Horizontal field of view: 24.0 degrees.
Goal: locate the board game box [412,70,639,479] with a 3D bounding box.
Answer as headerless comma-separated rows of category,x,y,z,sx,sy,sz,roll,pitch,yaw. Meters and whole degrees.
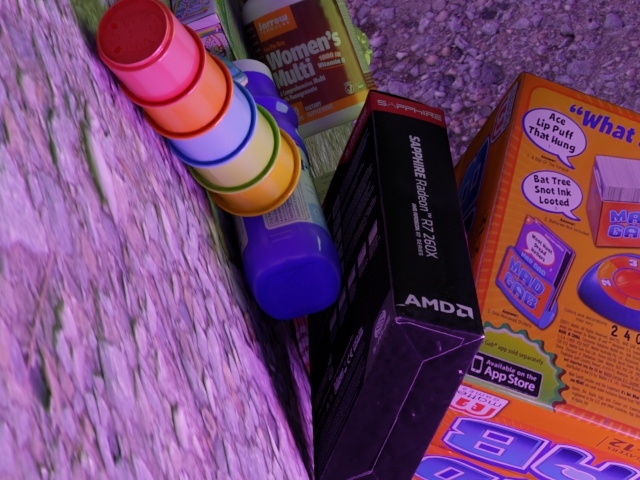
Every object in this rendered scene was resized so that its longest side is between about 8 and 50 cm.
board game box,0.285,0.103,1.624,0.356,0.356,0.356,120,-12,-62

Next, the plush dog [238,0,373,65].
plush dog,-0.064,-0.323,1.939,0.225,0.210,0.262,24,-62,50

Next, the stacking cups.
stacking cups,-0.095,-0.113,1.266,0.316,0.096,0.096,56,15,-69

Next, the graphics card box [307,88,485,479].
graphics card box,0.062,0.048,1.489,0.371,0.094,0.233,-92,-160,-53

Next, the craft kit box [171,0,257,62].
craft kit box,-0.102,-0.201,1.728,0.250,0.061,0.247,-102,172,-57

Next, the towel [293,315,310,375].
towel,-0.019,0.077,1.695,0.144,0.029,0.197,29,44,-81

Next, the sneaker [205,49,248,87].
sneaker,-0.114,-0.166,1.457,0.162,0.063,0.073,-89,154,-75

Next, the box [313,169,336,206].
box,0.043,0.042,2.046,0.113,0.094,0.275,62,10,-52

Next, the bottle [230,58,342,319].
bottle,-0.052,-0.060,1.506,0.118,0.092,0.283,73,1,-52

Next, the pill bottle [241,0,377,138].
pill bottle,-0.020,-0.236,1.753,0.121,0.121,0.221,-54,124,-83
